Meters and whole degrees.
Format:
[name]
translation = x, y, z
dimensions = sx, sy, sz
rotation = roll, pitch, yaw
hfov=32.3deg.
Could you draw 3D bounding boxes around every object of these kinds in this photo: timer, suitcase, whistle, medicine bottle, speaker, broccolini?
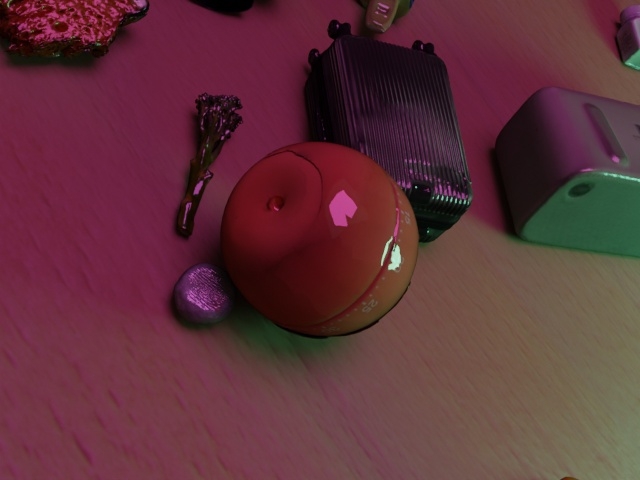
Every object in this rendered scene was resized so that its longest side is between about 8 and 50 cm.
[timer]
translation = 0.000, 0.000, 1.319
dimensions = 0.215, 0.229, 0.230
rotation = 41, 36, -48
[suitcase]
translation = 0.091, -0.154, 1.553
dimensions = 0.202, 0.128, 0.312
rotation = 9, 56, -26
[whistle]
translation = 0.111, -0.412, 1.770
dimensions = 0.105, 0.085, 0.227
rotation = 23, 50, -5
[medicine bottle]
translation = 0.595, -0.379, 2.060
dimensions = 0.074, 0.055, 0.118
rotation = 10, 56, -24
[speaker]
translation = 0.474, -0.100, 1.721
dimensions = 0.406, 0.183, 0.184
rotation = 7, 51, -28
[broccolini]
translation = -0.152, -0.095, 1.433
dimensions = 0.067, 0.058, 0.216
rotation = 20, 61, -16

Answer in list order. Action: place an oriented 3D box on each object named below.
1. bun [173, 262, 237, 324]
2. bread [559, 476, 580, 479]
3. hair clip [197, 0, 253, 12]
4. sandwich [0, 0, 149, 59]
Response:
[bun]
translation = -0.139, 0.066, 1.321
dimensions = 0.083, 0.045, 0.083
rotation = 18, 49, -22
[bread]
translation = 0.345, 0.354, 1.411
dimensions = 0.115, 0.056, 0.082
rotation = 46, 47, 4
[hair clip]
translation = -0.126, -0.469, 1.604
dimensions = 0.310, 0.194, 0.206
rotation = 9, 49, -25
[sandwich]
translation = -0.341, -0.303, 1.435
dimensions = 0.235, 0.079, 0.159
rotation = -6, 73, -30
